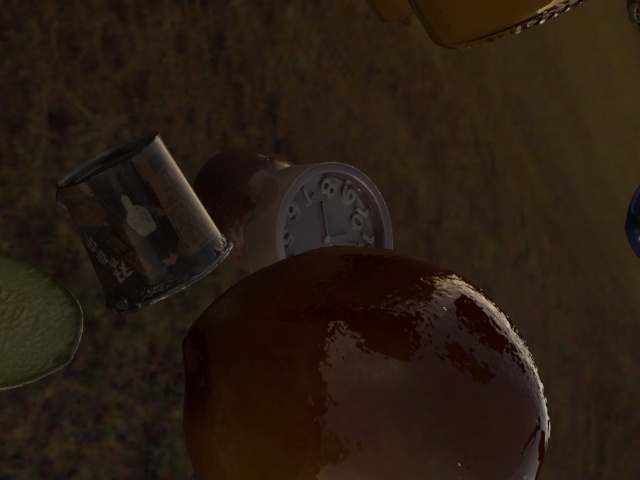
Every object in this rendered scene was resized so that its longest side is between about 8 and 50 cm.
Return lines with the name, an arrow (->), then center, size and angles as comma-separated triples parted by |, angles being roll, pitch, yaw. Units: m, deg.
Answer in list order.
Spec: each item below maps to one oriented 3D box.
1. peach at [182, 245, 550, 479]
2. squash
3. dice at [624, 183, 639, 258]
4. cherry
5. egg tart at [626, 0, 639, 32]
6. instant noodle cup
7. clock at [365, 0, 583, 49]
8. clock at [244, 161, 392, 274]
peach -> 0.033, 0.150, 1.115 | 0.308, 0.332, 0.308 | -160, -90, -83
squash -> -0.414, 0.085, 1.363 | 0.189, 0.260, 0.189 | 32, 50, -48
dice -> 0.558, -0.028, 1.905 | 0.143, 0.146, 0.146 | -58, 138, -17
cherry -> -0.109, -0.053, 2.280 | 0.213, 0.285, 0.236 | -23, 131, -30
egg tart -> 0.475, -0.205, 1.206 | 0.345, 0.345, 0.132 | 44, 45, -62
instant noodle cup -> -0.268, -0.033, 1.847 | 0.207, 0.217, 0.217 | 64, 28, -16
clock -> 0.138, -0.255, 0.905 | 0.200, 0.244, 0.317 | 56, 1, -19
clock -> 0.000, 0.000, 1.583 | 0.197, 0.068, 0.197 | 2, 87, -41
